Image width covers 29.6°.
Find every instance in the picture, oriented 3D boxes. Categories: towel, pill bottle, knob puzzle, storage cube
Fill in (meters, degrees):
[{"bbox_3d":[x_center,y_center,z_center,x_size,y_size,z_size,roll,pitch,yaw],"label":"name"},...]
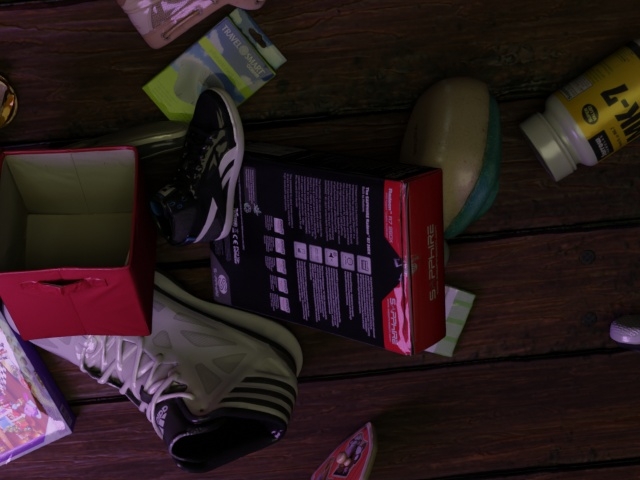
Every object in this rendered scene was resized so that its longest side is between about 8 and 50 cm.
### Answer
[{"bbox_3d":[0.146,0.106,1.825,0.152,0.023,0.113,18,106,-10],"label":"towel"},{"bbox_3d":[0.392,-0.180,1.704,0.208,0.119,0.119,-34,105,7],"label":"pill bottle"},{"bbox_3d":[0.020,0.350,1.807,0.030,0.213,0.213,38,101,-12],"label":"knob puzzle"},{"bbox_3d":[-0.322,0.006,1.616,0.184,0.215,0.193,-3,148,0],"label":"storage cube"}]

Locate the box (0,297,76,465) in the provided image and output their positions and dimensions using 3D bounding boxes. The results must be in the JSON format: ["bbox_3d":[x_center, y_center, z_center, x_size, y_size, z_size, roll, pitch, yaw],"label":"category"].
[{"bbox_3d":[-0.521,0.197,1.792,0.201,0.057,0.293,-25,106,3],"label":"box"}]

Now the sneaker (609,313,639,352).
[{"bbox_3d":[0.556,0.203,1.829,0.269,0.101,0.153,10,103,-9],"label":"sneaker"}]

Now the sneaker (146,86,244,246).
[{"bbox_3d":[-0.171,-0.091,1.615,0.121,0.079,0.217,-17,118,-44],"label":"sneaker"}]

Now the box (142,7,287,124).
[{"bbox_3d":[-0.148,-0.232,1.699,0.178,0.042,0.109,-39,105,9],"label":"box"}]

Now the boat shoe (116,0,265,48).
[{"bbox_3d":[-0.108,-0.369,1.623,0.341,0.121,0.110,-22,118,18],"label":"boat shoe"}]

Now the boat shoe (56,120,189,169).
[{"bbox_3d":[-0.281,-0.111,1.697,0.233,0.084,0.079,-16,110,16],"label":"boat shoe"}]

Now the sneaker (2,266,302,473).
[{"bbox_3d":[-0.239,0.170,1.686,0.447,0.257,0.169,16,116,-8],"label":"sneaker"}]

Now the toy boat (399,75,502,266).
[{"bbox_3d":[0.168,-0.075,1.689,0.148,0.267,0.318,21,135,-12],"label":"toy boat"}]

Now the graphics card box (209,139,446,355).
[{"bbox_3d":[0.000,0.000,1.630,0.371,0.094,0.233,11,112,41],"label":"graphics card box"}]

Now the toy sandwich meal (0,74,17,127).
[{"bbox_3d":[-0.464,-0.194,1.698,0.085,0.029,0.085,-1,106,-3],"label":"toy sandwich meal"}]

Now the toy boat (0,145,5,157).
[{"bbox_3d":[-0.529,-0.053,1.696,0.231,0.151,0.151,-33,135,7],"label":"toy boat"}]
